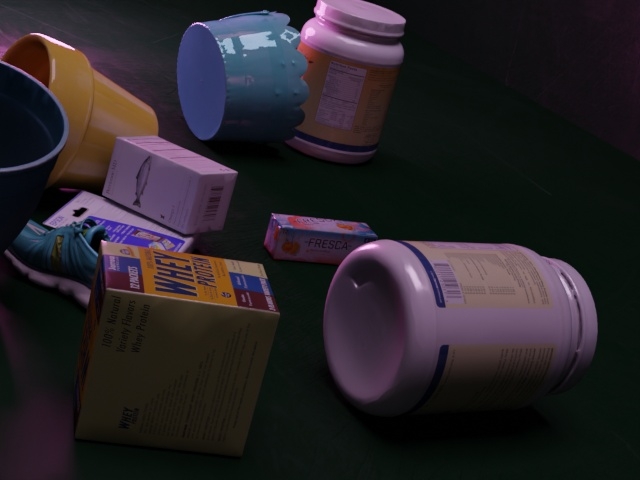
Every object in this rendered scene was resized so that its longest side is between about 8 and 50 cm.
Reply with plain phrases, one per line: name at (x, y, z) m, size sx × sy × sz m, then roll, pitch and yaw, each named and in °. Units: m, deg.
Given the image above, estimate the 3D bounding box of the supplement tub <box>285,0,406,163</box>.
supplement tub at (0.049, -0.346, 2.665) m, size 0.228 × 0.316 × 0.228 m, roll 14°, pitch 21°, yaw -5°

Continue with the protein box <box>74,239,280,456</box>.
protein box at (-0.176, 0.128, 1.475) m, size 0.201 × 0.200 × 0.136 m, roll 9°, pitch 22°, yaw -16°

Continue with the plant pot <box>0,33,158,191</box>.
plant pot at (-0.413, -0.187, 2.077) m, size 0.239 × 0.254 × 0.254 m, roll 20°, pitch 14°, yaw -39°

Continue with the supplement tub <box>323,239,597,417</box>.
supplement tub at (0.194, 0.119, 1.710) m, size 0.325 × 0.235 × 0.235 m, roll 2°, pitch 25°, yaw -32°

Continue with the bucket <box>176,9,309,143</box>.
bucket at (-0.166, -0.330, 2.549) m, size 0.183 × 0.281 × 0.281 m, roll -7°, pitch 30°, yaw -29°

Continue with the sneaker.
sneaker at (-0.342, 0.016, 1.765) m, size 0.275 × 0.110 × 0.107 m, roll 23°, pitch 21°, yaw 22°

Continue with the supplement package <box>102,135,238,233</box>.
supplement package at (-0.242, -0.091, 1.999) m, size 0.179 × 0.105 × 0.105 m, roll 23°, pitch 16°, yaw 27°

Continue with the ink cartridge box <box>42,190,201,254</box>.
ink cartridge box at (-0.305, -0.008, 1.933) m, size 0.208 × 0.045 × 0.206 m, roll 17°, pitch 18°, yaw 2°

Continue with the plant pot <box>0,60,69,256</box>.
plant pot at (-0.495, -0.074, 1.640) m, size 0.272 × 0.255 × 0.271 m, roll 17°, pitch 34°, yaw -12°

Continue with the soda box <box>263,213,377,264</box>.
soda box at (0.000, 0.000, 2.113) m, size 0.183 × 0.063 × 0.058 m, roll 5°, pitch 23°, yaw -25°
